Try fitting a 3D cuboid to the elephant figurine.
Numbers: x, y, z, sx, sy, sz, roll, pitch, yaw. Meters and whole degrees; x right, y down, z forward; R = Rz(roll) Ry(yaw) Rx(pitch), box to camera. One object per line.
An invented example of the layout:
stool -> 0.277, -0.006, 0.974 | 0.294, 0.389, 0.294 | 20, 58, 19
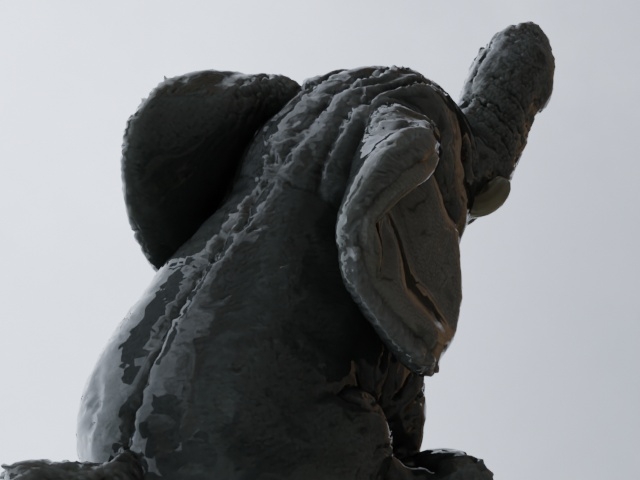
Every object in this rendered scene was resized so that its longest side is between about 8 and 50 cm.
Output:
elephant figurine -> 0.000, 0.000, 0.550 | 0.186, 0.169, 0.239 | 129, 155, -87
